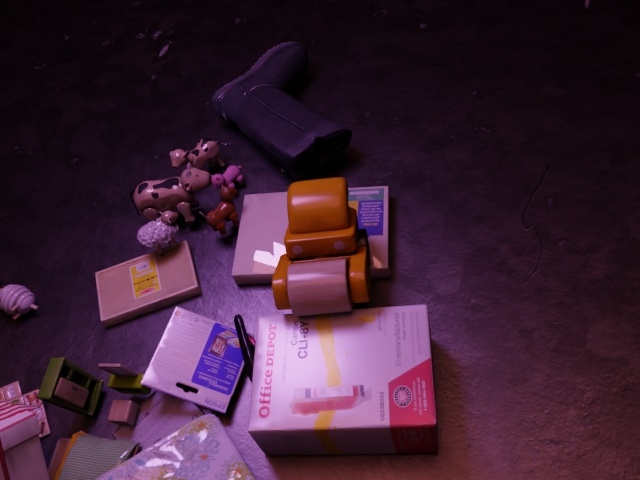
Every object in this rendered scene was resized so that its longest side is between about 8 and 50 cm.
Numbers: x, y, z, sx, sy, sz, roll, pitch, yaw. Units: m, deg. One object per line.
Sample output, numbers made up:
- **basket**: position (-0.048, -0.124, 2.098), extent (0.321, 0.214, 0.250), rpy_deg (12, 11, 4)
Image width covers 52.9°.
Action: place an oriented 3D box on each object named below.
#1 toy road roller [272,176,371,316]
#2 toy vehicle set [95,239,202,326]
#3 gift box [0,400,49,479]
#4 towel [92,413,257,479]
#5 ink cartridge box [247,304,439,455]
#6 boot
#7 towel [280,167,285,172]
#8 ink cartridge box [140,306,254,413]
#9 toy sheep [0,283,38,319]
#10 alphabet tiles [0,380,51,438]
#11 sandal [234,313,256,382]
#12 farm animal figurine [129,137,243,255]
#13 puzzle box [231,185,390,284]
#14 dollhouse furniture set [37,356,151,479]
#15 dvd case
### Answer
- **toy road roller**: position (0.000, 0.000, 1.467), extent (0.203, 0.240, 0.329), rpy_deg (-7, 24, 8)
- **toy vehicle set**: position (-0.463, 0.113, 1.724), extent (0.267, 0.035, 0.166), rpy_deg (-20, 53, -2)
- **gift box**: position (-0.716, 0.458, 1.334), extent (0.255, 0.258, 0.276), rpy_deg (2, 17, 32)
- **towel**: position (-0.269, 0.530, 1.233), extent (0.321, 0.090, 0.374), rpy_deg (-28, 37, -18)
- **ink cartridge box**: position (0.052, 0.304, 1.393), extent (0.385, 0.160, 0.279), rpy_deg (-5, 53, 9)
- **boot**: position (-0.066, -0.399, 1.906), extent (0.367, 0.146, 0.445), rpy_deg (-41, 48, -12)
- **towel**: position (-0.077, -0.268, 1.921), extent (0.110, 0.027, 0.148), rpy_deg (-15, 53, 0)
- **ink cartridge box**: position (-0.286, 0.282, 1.511), extent (0.206, 0.045, 0.208), rpy_deg (21, 56, -3)
- **toy sheep**: position (-0.819, 0.163, 1.738), extent (0.132, 0.091, 0.091), rpy_deg (24, 62, 10)
- **alphabet tiles**: position (-0.772, 0.453, 1.526), extent (0.237, 0.009, 0.198), rpy_deg (-21, 65, -14)
- **sandal**: position (-0.161, 0.252, 1.501), extent (0.040, 0.067, 0.179), rpy_deg (-7, 62, -23)
- **farm animal figurine**: position (-0.374, -0.153, 1.787), extent (0.327, 0.172, 0.330), rpy_deg (-22, 45, -4)
- **puzzle box**: position (-0.018, -0.015, 1.709), extent (0.409, 0.052, 0.272), rpy_deg (-2, 54, 11)
- **dollhouse furniture set**: position (-0.516, 0.425, 1.410), extent (0.198, 0.151, 0.301), rpy_deg (-3, 59, 21)
- **dvd case**: position (-0.336, 0.449, 1.457), extent (0.239, 0.029, 0.179), rpy_deg (34, 68, 32)
